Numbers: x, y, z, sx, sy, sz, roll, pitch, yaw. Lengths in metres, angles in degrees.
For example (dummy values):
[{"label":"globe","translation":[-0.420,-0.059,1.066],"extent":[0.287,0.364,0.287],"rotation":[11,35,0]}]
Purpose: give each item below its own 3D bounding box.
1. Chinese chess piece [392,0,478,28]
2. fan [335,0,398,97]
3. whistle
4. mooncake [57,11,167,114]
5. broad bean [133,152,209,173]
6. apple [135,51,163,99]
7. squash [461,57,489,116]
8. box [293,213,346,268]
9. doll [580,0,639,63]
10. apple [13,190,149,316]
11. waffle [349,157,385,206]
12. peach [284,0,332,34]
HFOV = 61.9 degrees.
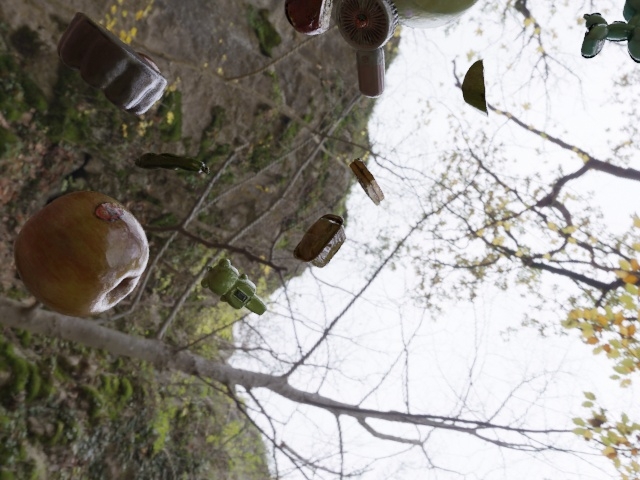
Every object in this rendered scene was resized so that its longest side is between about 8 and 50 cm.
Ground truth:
[{"label":"Chinese chess piece","translation":[0.257,-0.699,1.296],"extent":[0.349,0.350,0.146],"rotation":[-65,-155,-3]},{"label":"fan","translation":[0.106,-0.428,1.164],"extent":[0.130,0.244,0.074],"rotation":[17,-134,30]},{"label":"whistle","translation":[-0.302,0.177,1.914],"extent":[0.131,0.288,0.106],"rotation":[-48,-150,-3]},{"label":"mooncake","translation":[-0.597,-0.498,1.523],"extent":[0.154,0.306,0.306],"rotation":[-51,-142,2]},{"label":"broad bean","translation":[-0.450,-0.230,1.569],"extent":[0.255,0.065,0.046],"rotation":[7,-117,18]},{"label":"apple","translation":[-0.642,-0.550,1.849],"extent":[0.188,0.188,0.173],"rotation":[-28,-89,37]},{"label":"squash","translation":[0.522,-0.501,1.806],"extent":[0.085,0.191,0.184],"rotation":[-5,-146,20]},{"label":"box","translation":[0.000,0.000,1.558],"extent":[0.111,0.111,0.177],"rotation":[14,-120,52]},{"label":"doll","translation":[0.579,-0.405,1.005],"extent":[0.160,0.059,0.158],"rotation":[6,-119,17]},{"label":"apple","translation":[-0.405,0.023,0.918],"extent":[0.211,0.188,0.211],"rotation":[-45,180,-1]},{"label":"waffle","translation":[0.142,-0.175,1.601],"extent":[0.042,0.148,0.102],"rotation":[-35,-119,4]},{"label":"peach","translation":[-0.022,-0.591,1.316],"extent":[0.092,0.127,0.172],"rotation":[-41,177,-45]}]
